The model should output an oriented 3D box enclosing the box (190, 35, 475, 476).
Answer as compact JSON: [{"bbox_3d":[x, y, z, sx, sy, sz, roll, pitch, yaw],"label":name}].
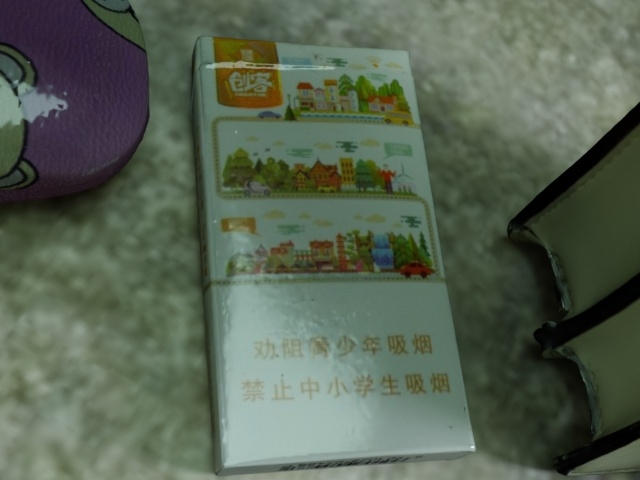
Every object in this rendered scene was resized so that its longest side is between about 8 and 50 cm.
[{"bbox_3d":[0.000,0.000,0.428,0.122,0.032,0.220,0,67,-16],"label":"box"}]

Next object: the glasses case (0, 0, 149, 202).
[{"bbox_3d":[-0.234,-0.073,0.366,0.317,0.076,0.123,-4,68,-18],"label":"glasses case"}]

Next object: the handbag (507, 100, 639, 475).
[{"bbox_3d":[0.258,-0.010,0.324,0.237,0.358,0.160,-1,65,-16],"label":"handbag"}]
